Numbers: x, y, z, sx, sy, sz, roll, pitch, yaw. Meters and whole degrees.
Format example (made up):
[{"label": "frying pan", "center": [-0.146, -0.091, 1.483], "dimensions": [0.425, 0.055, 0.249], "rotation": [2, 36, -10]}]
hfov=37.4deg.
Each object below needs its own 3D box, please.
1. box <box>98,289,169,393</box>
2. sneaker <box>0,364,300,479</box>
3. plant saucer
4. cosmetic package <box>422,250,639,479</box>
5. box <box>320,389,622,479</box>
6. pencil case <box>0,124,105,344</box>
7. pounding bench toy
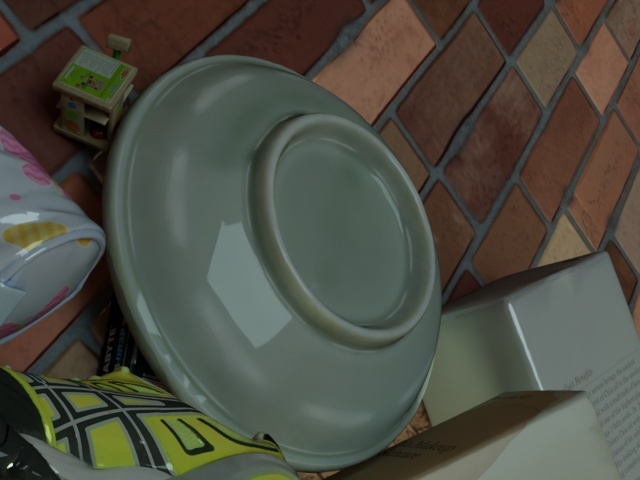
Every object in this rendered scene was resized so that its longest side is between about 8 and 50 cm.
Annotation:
[{"label": "box", "center": [-0.082, 0.089, 0.846], "dimensions": [0.220, 0.051, 0.175], "rotation": [24, 59, -37]}, {"label": "sneaker", "center": [-0.171, 0.145, 0.589], "dimensions": [0.385, 0.145, 0.147], "rotation": [31, 23, -29]}, {"label": "plant saucer", "center": [0.000, 0.000, 0.854], "dimensions": [0.400, 0.101, 0.400], "rotation": [23, 56, -38]}, {"label": "cosmetic package", "center": [0.280, 0.263, 1.058], "dimensions": [0.230, 0.162, 0.453], "rotation": [-18, 88, -46]}, {"label": "box", "center": [0.099, 0.244, 0.829], "dimensions": [0.311, 0.148, 0.121], "rotation": [-20, 89, -26]}, {"label": "pencil case", "center": [-0.261, -0.058, 0.611], "dimensions": [0.113, 0.124, 0.273], "rotation": [-43, 81, -3]}, {"label": "pounding bench toy", "center": [-0.186, -0.128, 0.809], "dimensions": [0.052, 0.065, 0.083], "rotation": [23, 54, 0]}]
